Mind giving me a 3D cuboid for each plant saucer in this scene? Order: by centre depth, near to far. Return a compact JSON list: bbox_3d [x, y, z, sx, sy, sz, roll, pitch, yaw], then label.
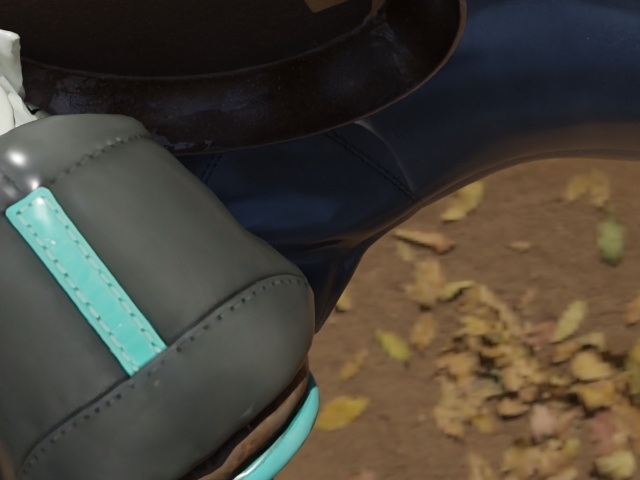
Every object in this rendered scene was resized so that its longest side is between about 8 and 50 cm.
[{"bbox_3d":[-0.043,-0.069,0.525,0.168,0.168,0.029,-16,66,32],"label":"plant saucer"}]

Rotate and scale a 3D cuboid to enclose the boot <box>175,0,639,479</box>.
[{"bbox_3d":[0.000,0.000,0.650,0.338,0.118,0.223,10,76,17],"label":"boot"}]

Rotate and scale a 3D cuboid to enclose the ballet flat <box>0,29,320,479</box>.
[{"bbox_3d":[-0.083,-0.008,0.451,0.096,0.095,0.280,54,163,-19],"label":"ballet flat"}]
